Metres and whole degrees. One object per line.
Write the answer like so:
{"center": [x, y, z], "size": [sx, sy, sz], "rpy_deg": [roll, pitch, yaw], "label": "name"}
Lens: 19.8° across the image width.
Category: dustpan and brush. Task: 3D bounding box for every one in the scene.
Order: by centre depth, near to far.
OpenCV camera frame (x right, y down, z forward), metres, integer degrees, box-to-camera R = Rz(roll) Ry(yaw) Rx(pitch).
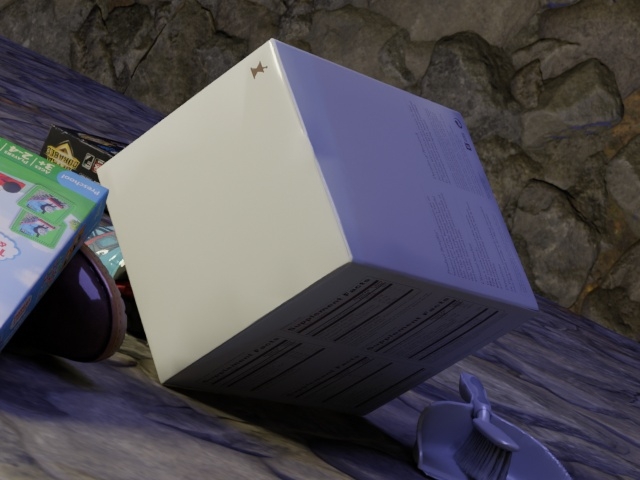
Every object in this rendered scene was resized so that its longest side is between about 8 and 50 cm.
{"center": [0.136, 0.162, 1.540], "size": [0.147, 0.060, 0.211], "rpy_deg": [22, 6, -12], "label": "dustpan and brush"}

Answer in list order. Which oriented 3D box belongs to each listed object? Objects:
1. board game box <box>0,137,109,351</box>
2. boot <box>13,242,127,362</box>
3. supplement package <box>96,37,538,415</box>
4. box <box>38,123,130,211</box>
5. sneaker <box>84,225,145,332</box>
{"center": [-0.252, -0.005, 1.206], "size": [0.160, 0.039, 0.211], "rpy_deg": [26, 35, 2], "label": "board game box"}
{"center": [-0.279, 0.024, 1.261], "size": [0.248, 0.090, 0.207], "rpy_deg": [31, 23, 31], "label": "boot"}
{"center": [0.000, 0.000, 1.461], "size": [0.262, 0.198, 0.199], "rpy_deg": [15, 48, -51], "label": "supplement package"}
{"center": [-0.148, -0.039, 2.226], "size": [0.293, 0.073, 0.295], "rpy_deg": [26, 7, 36], "label": "box"}
{"center": [-0.123, 0.023, 1.612], "size": [0.125, 0.104, 0.262], "rpy_deg": [24, 6, 36], "label": "sneaker"}
